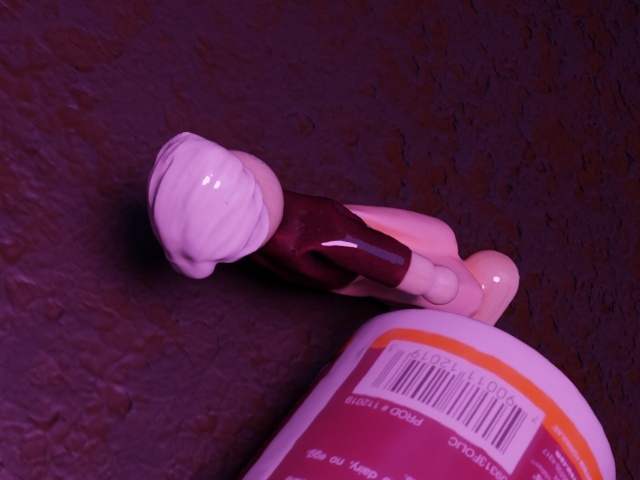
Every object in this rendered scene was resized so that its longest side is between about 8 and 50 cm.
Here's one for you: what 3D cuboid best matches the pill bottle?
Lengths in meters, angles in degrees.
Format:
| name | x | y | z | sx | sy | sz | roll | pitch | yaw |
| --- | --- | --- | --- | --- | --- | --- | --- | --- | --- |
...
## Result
| name | x | y | z | sx | sy | sz | roll | pitch | yaw |
| --- | --- | --- | --- | --- | --- | --- | --- | --- | --- |
| pill bottle | 0.012 | 0.245 | 0.761 | 0.224 | 0.224 | 0.392 | 50 | 52 | -11 |

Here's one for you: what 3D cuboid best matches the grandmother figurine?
| name | x | y | z | sx | sy | sz | roll | pitch | yaw |
| --- | --- | --- | --- | --- | --- | --- | --- | --- | --- |
| grandmother figurine | 0.000 | 0.000 | 0.875 | 0.342 | 0.208 | 0.104 | 21 | 73 | -53 |
